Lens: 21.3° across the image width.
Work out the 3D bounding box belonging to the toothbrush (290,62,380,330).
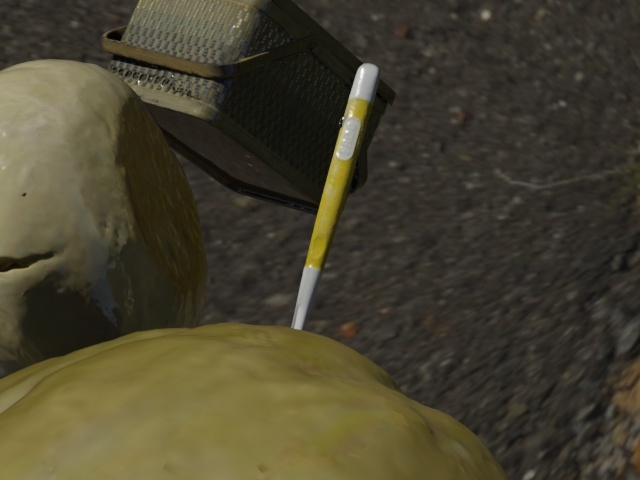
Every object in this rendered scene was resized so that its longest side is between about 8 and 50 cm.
[{"bbox_3d":[0.000,0.000,1.294,0.021,0.024,0.288,14,82,9],"label":"toothbrush"}]

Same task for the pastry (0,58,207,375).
[{"bbox_3d":[-0.110,-0.003,0.763,0.092,0.156,0.156,-21,86,14],"label":"pastry"}]

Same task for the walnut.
[{"bbox_3d":[-0.054,0.175,0.534,0.253,0.277,0.282,-3,110,58],"label":"walnut"}]

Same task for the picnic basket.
[{"bbox_3d":[-0.070,-0.139,1.606,0.165,0.267,0.139,17,78,39],"label":"picnic basket"}]
